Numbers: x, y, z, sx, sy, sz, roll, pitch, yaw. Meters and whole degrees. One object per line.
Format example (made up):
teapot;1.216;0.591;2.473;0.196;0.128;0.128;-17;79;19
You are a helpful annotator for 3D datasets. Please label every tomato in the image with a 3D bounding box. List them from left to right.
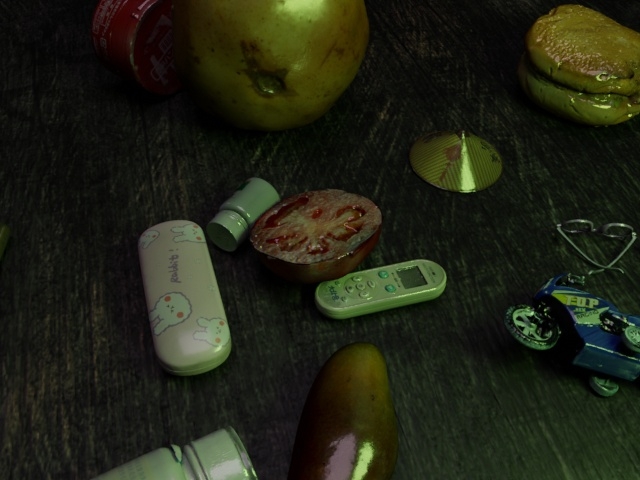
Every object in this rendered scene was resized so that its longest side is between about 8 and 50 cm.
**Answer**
tomato;-0.002;0.002;1.075;0.225;0.085;0.225;-7;31;4

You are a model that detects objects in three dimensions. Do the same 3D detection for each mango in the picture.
mango;0.036;0.254;0.842;0.133;0.111;0.267;0;46;20

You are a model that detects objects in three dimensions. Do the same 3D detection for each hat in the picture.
hat;0.277;-0.188;1.289;0.193;0.082;0.193;2;46;-2

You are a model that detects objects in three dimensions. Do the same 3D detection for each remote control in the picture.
remote control;0.098;0.081;1.055;0.221;0.042;0.078;-10;41;-12

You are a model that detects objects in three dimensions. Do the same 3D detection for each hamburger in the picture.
hamburger;0.597;-0.380;1.420;0.290;0.170;0.314;-31;56;-24

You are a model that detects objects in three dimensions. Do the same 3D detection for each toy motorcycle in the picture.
toy motorcycle;0.427;0.133;0.975;0.315;0.113;0.169;16;38;1

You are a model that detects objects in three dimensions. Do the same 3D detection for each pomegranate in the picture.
pomegranate;-0.113;-0.427;1.295;0.417;0.416;0.416;1;47;-1

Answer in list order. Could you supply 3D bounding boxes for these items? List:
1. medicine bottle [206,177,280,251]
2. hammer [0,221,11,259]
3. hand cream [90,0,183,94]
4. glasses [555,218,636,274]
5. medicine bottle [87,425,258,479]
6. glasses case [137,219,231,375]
medicine bottle;-0.136;-0.045;1.140;0.080;0.080;0.130;25;50;20
hammer;-0.557;0.137;0.979;0.168;0.044;0.439;-2;47;-2
hand cream;-0.373;-0.445;1.412;0.149;0.230;0.230;29;52;24
glasses;0.487;0.023;1.135;0.140;0.062;0.103;5;69;3
medicine bottle;-0.201;0.324;0.746;0.258;0.143;0.143;-21;51;-19
glasses case;-0.219;0.081;1.021;0.113;0.075;0.296;-14;48;-12
